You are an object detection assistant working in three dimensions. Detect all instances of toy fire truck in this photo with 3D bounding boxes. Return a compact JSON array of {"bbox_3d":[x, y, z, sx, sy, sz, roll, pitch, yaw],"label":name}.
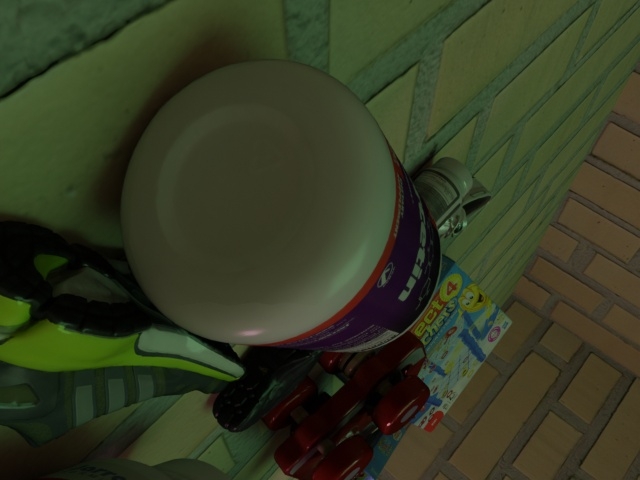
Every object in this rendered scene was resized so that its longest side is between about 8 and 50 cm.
[{"bbox_3d":[0.056,0.282,0.982,0.302,0.169,0.254,-43,153,-8],"label":"toy fire truck"}]

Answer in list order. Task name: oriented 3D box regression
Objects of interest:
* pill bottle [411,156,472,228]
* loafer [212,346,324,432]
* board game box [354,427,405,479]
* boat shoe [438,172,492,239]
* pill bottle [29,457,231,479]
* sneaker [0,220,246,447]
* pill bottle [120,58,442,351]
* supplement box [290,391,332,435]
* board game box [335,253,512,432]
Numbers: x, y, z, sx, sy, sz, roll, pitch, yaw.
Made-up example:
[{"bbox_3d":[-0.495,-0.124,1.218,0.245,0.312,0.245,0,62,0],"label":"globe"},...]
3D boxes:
[{"bbox_3d":[0.155,-0.056,0.854,0.137,0.078,0.078,-43,156,-24],"label":"pill bottle"},{"bbox_3d":[-0.049,0.153,0.768,0.223,0.076,0.078,-48,163,-2],"label":"loafer"},{"bbox_3d":[0.048,0.422,1.074,0.211,0.039,0.160,-44,172,29],"label":"board game box"},{"bbox_3d":[0.210,-0.043,0.983,0.226,0.076,0.083,-40,154,-30],"label":"boat shoe"},{"bbox_3d":[-0.216,0.300,0.439,0.229,0.229,0.407,-57,158,9],"label":"pill bottle"},{"bbox_3d":[-0.159,0.080,0.425,0.121,0.111,0.300,-43,153,4],"label":"sneaker"},{"bbox_3d":[0.000,0.000,0.491,0.181,0.181,0.323,-55,158,2],"label":"pill bottle"},{"bbox_3d":[-0.002,0.404,1.208,0.104,0.081,0.188,-40,154,-29],"label":"supplement box"},{"bbox_3d":[0.218,0.211,1.204,0.308,0.086,0.302,-53,133,-1],"label":"board game box"}]
